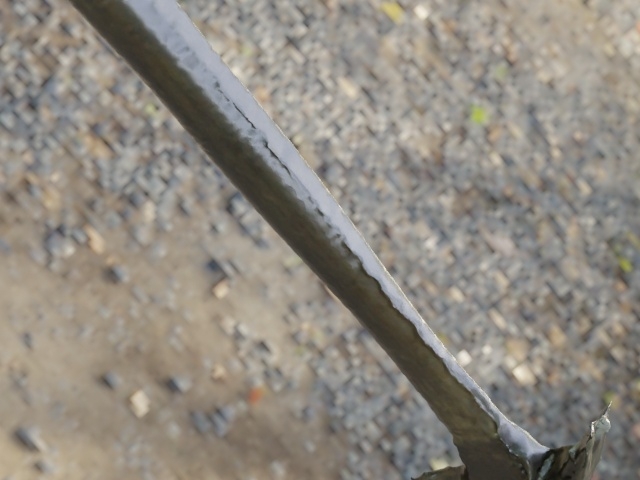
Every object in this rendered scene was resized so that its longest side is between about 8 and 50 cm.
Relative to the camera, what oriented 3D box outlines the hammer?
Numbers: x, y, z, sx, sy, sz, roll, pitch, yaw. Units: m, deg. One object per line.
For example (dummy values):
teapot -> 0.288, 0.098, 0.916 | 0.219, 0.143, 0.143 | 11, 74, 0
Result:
hammer -> -0.001, 0.001, 0.658 | 0.297, 0.125, 0.027 | 50, 53, -20
